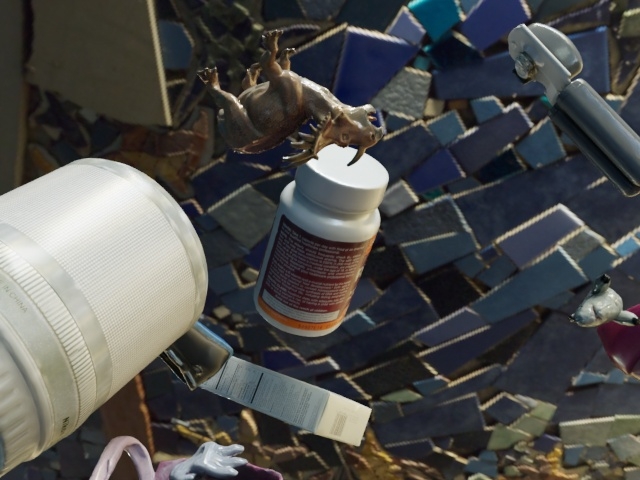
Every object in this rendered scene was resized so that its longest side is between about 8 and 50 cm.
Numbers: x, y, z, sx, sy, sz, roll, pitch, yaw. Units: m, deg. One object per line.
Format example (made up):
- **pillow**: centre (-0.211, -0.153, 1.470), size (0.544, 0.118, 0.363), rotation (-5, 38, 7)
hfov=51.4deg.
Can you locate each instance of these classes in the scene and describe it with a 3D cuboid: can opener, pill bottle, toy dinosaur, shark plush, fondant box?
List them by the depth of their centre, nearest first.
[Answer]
- **can opener**: centre (0.348, -0.186, 0.879), size (0.093, 0.280, 0.074), rotation (-31, -17, -5)
- **shark plush**: centre (0.356, 0.085, 0.885), size (0.067, 0.073, 0.161), rotation (-34, 0, 8)
- **toy dinosaur**: centre (-0.074, -0.181, 0.999), size (0.296, 0.127, 0.200), rotation (-13, 92, 37)
- **pill bottle**: centre (0.000, 0.000, 1.468), size (0.224, 0.224, 0.392), rotation (-90, 16, -57)
- **fondant box**: centre (-0.080, 0.360, 1.522), size (0.330, 0.238, 0.096), rotation (14, 75, 32)

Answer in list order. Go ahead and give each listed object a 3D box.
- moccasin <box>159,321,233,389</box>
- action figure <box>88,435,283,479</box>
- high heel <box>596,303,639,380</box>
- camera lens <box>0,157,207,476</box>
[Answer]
- **moccasin**: centre (-0.270, 0.148, 1.064), size (0.117, 0.342, 0.138), rotation (-53, 39, -10)
- **action figure**: centre (-0.100, 0.406, 0.642), size (0.248, 0.276, 0.370), rotation (-69, -16, -64)
- **high heel**: centre (0.487, 0.036, 0.881), size (0.181, 0.127, 0.377), rotation (53, 133, 52)
- **camera lens**: centre (-0.262, 0.059, 0.642), size (0.219, 0.219, 0.274), rotation (-49, -4, 40)
